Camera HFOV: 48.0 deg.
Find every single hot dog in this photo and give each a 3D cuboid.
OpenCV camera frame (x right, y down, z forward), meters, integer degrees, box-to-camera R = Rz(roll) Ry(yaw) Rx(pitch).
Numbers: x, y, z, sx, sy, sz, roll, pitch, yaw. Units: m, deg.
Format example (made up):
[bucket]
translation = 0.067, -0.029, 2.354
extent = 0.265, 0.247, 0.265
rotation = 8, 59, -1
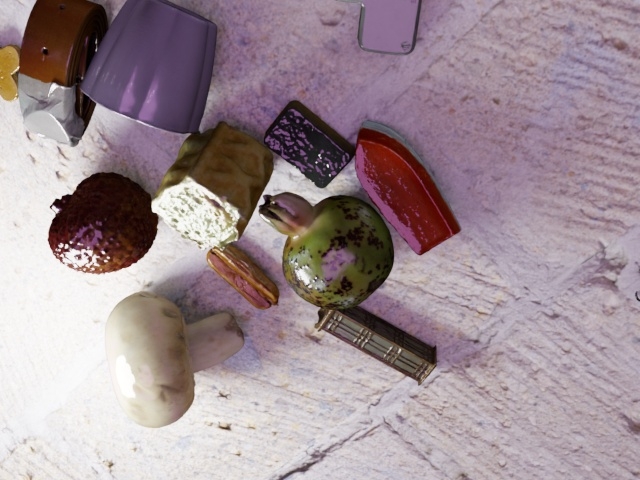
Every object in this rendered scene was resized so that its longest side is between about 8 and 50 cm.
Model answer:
[hot dog]
translation = -0.193, 0.094, 1.859
extent = 0.092, 0.062, 0.236
rotation = -39, 103, 24

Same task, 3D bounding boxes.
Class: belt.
[belt]
translation = -0.562, -0.372, 1.586
extent = 0.122, 0.217, 0.339
rotation = 20, 124, -2

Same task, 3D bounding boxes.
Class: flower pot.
[flower pot]
translation = -0.343, -0.385, 1.543
extent = 0.265, 0.265, 0.243
rotation = 25, 103, -5

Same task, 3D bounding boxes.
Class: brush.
[brush]
translation = -0.027, -0.219, 1.673
extent = 0.197, 0.059, 0.123
rotation = 38, 118, -10

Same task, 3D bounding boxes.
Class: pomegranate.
[pomegranate]
translation = 0.000, 0.000, 1.654
extent = 0.340, 0.285, 0.285
rotation = 37, 117, -20

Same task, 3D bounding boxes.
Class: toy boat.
[toy boat]
translation = 0.189, -0.133, 1.657
extent = 0.145, 0.133, 0.332
rotation = -33, 97, 27

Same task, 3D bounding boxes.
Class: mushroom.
[mushroom]
translation = -0.420, 0.300, 1.893
extent = 0.325, 0.353, 0.353
rotation = -26, 112, 42

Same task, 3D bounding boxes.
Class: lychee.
[lychee]
translation = -0.525, -0.034, 1.741
extent = 0.260, 0.260, 0.261
rotation = 3, 117, 7

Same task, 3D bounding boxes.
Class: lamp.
[lamp]
translation = 0.147, 0.254, 1.875
extent = 0.325, 0.089, 0.090
rotation = 28, 118, -7

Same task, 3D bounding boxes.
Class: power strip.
[power strip]
translation = 0.118, -0.527, 1.493
extent = 0.193, 0.059, 0.265
rotation = 7, 118, 0

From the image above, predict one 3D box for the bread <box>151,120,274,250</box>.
[bread]
translation = -0.240, -0.126, 1.628
extent = 0.238, 0.252, 0.196
rotation = 32, 136, -2

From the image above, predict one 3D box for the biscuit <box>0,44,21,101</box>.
[biscuit]
translation = -0.815, -0.429, 1.698
extent = 0.240, 0.035, 0.158
rotation = 22, 116, -4

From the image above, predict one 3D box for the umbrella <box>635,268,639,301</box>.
[umbrella]
translation = 0.782, 0.032, 1.693
extent = 0.044, 0.044, 0.269
rotation = -12, 120, -20
